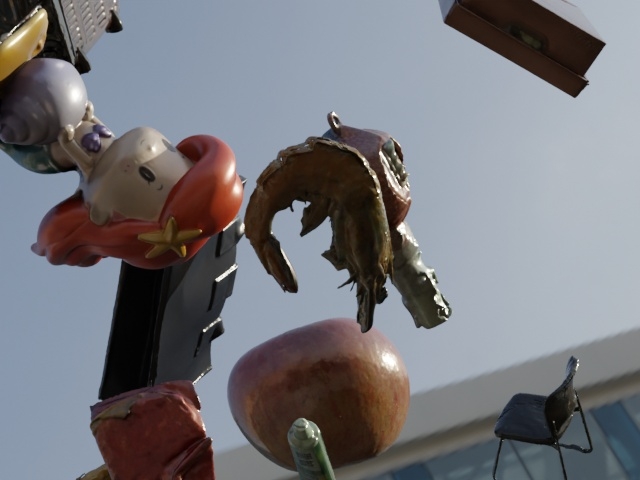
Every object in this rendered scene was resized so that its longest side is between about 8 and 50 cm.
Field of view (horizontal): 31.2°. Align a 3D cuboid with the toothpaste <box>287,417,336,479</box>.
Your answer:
[{"bbox_3d":[-0.008,0.226,1.176,0.049,0.031,0.204,17,-27,16],"label":"toothpaste"}]

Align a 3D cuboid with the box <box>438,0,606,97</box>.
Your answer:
[{"bbox_3d":[0.274,-0.309,1.580,0.215,0.215,0.086,28,-67,-10],"label":"box"}]

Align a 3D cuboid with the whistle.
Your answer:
[{"bbox_3d":[0.090,-0.029,1.610,0.134,0.142,0.346,-28,-72,6],"label":"whistle"}]

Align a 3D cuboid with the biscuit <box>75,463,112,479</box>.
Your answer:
[{"bbox_3d":[-0.150,0.273,0.833,0.119,0.029,0.247,11,-79,-22],"label":"biscuit"}]

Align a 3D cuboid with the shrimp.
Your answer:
[{"bbox_3d":[0.000,0.000,1.332,0.173,0.058,0.253,-12,-65,-12],"label":"shrimp"}]

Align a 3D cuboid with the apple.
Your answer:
[{"bbox_3d":[0.003,0.299,2.137,0.345,0.269,0.345,-22,-12,-5],"label":"apple"}]

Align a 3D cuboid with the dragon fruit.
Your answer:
[{"bbox_3d":[-0.079,0.153,0.688,0.063,0.131,0.097,-27,-31,4],"label":"dragon fruit"}]

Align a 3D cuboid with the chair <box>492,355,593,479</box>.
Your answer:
[{"bbox_3d":[0.380,0.312,1.993,0.140,0.145,0.221,-47,-45,-45],"label":"chair"}]

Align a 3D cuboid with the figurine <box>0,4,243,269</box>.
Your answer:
[{"bbox_3d":[-0.216,-0.070,1.074,0.257,0.181,0.208,42,-81,-10],"label":"figurine"}]

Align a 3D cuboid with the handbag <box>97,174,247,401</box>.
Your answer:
[{"bbox_3d":[-0.203,0.066,1.619,0.118,0.269,0.325,21,-67,15],"label":"handbag"}]

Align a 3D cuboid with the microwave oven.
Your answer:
[{"bbox_3d":[-0.389,-0.299,1.364,0.248,0.188,0.178,0,-52,13],"label":"microwave oven"}]
